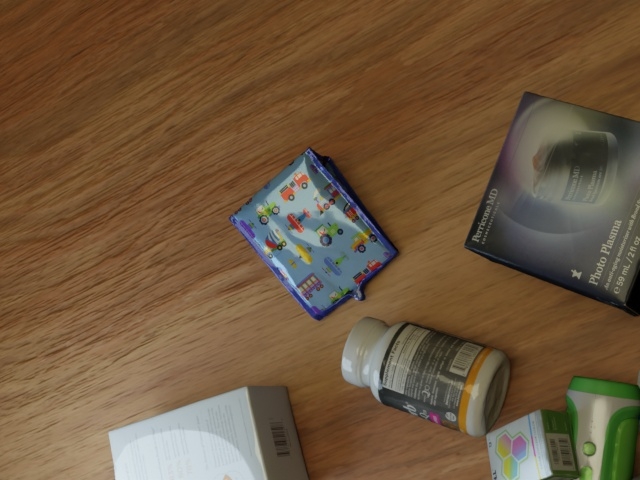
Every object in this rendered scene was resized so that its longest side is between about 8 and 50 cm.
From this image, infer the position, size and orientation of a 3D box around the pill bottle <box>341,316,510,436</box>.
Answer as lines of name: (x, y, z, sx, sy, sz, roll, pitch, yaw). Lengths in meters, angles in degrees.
pill bottle: (0.189, 0.239, 1.625, 0.278, 0.162, 0.162, 15, 88, 29)

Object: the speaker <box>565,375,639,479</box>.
speaker: (0.456, 0.380, 1.481, 0.131, 0.131, 0.297, 5, 83, 27)

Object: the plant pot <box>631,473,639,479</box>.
plant pot: (0.618, 0.428, 1.316, 0.280, 0.323, 0.323, -20, 72, 39)

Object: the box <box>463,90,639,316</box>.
box: (0.448, -0.063, 1.536, 0.294, 0.182, 0.296, 21, 91, 29)

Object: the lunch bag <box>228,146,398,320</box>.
lunch bag: (0.000, 0.000, 1.792, 0.221, 0.138, 0.293, -40, 75, 13)

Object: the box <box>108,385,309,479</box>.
box: (-0.225, 0.441, 1.795, 0.345, 0.168, 0.215, -21, 73, 22)

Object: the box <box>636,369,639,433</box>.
box: (0.607, 0.282, 1.473, 0.178, 0.042, 0.109, 9, 85, 27)

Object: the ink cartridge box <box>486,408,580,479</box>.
ink cartridge box: (0.338, 0.369, 1.510, 0.209, 0.062, 0.109, -44, 42, 52)
